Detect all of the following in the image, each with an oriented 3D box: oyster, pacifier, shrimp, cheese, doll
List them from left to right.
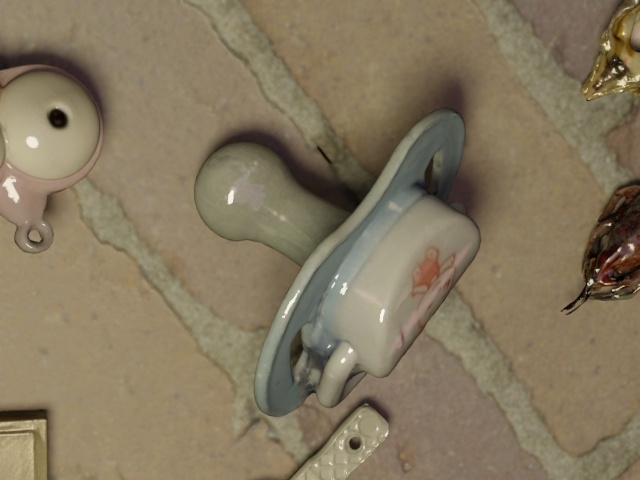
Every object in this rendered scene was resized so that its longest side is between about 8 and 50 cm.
[{"bbox_3d":[-0.271,-0.163,1.219,0.160,0.094,0.365,-25,99,-35],"label":"doll"},{"bbox_3d":[-0.036,0.238,1.364,0.127,0.054,0.251,44,86,-19],"label":"cheese"},{"bbox_3d":[0.000,0.000,1.293,0.225,0.238,0.287,34,69,15],"label":"pacifier"},{"bbox_3d":[0.278,0.001,1.403,0.190,0.075,0.073,-46,138,-11],"label":"shrimp"},{"bbox_3d":[0.298,-0.181,1.391,0.121,0.045,0.146,12,88,-12],"label":"oyster"}]

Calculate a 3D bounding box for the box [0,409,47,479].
[{"bbox_3d":[-0.262,0.180,1.306,0.083,0.035,0.079,0,98,-13],"label":"box"}]
